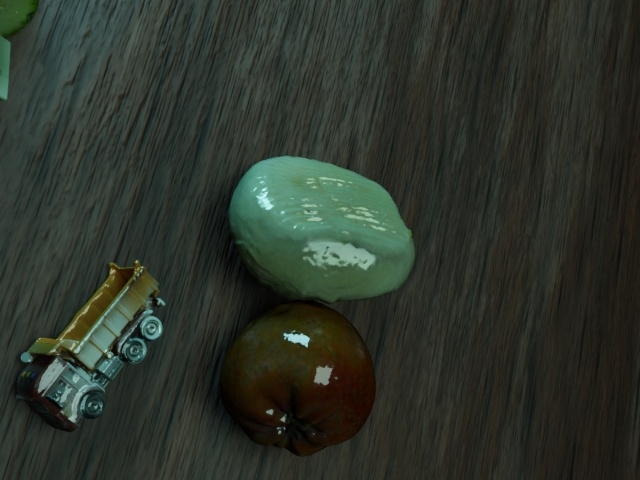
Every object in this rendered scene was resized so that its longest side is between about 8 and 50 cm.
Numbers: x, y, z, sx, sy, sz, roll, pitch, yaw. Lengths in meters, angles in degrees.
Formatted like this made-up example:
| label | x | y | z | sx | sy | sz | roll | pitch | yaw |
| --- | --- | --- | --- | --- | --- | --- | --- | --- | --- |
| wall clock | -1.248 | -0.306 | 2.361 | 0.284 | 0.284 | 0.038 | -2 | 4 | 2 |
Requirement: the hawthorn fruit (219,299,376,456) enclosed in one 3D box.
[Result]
| label | x | y | z | sx | sy | sz | roll | pitch | yaw |
| --- | --- | --- | --- | --- | --- | --- | --- | --- | --- |
| hawthorn fruit | -0.035 | 0.223 | 1.477 | 0.277 | 0.277 | 0.298 | 33 | 46 | -29 |

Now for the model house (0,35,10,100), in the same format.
| label | x | y | z | sx | sy | sz | roll | pitch | yaw |
| --- | --- | --- | --- | --- | --- | --- | --- | --- | --- |
| model house | -0.558 | -0.267 | 1.221 | 0.127 | 0.149 | 0.100 | 43 | 45 | -77 |

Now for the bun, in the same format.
| label | x | y | z | sx | sy | sz | roll | pitch | yaw |
| --- | --- | --- | --- | --- | --- | --- | --- | --- | --- |
| bun | 0.000 | 0.000 | 1.534 | 0.361 | 0.361 | 0.213 | -1 | 127 | -37 |

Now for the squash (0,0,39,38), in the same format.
| label | x | y | z | sx | sy | sz | roll | pitch | yaw |
| --- | --- | --- | --- | --- | --- | --- | --- | --- | --- |
| squash | -0.523 | -0.373 | 1.204 | 0.219 | 0.219 | 0.041 | 15 | 53 | -35 |

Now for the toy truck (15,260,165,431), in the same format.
| label | x | y | z | sx | sy | sz | roll | pitch | yaw |
| --- | --- | --- | --- | --- | --- | --- | --- | --- | --- |
| toy truck | -0.361 | 0.164 | 1.313 | 0.135 | 0.114 | 0.270 | 49 | 58 | -25 |
